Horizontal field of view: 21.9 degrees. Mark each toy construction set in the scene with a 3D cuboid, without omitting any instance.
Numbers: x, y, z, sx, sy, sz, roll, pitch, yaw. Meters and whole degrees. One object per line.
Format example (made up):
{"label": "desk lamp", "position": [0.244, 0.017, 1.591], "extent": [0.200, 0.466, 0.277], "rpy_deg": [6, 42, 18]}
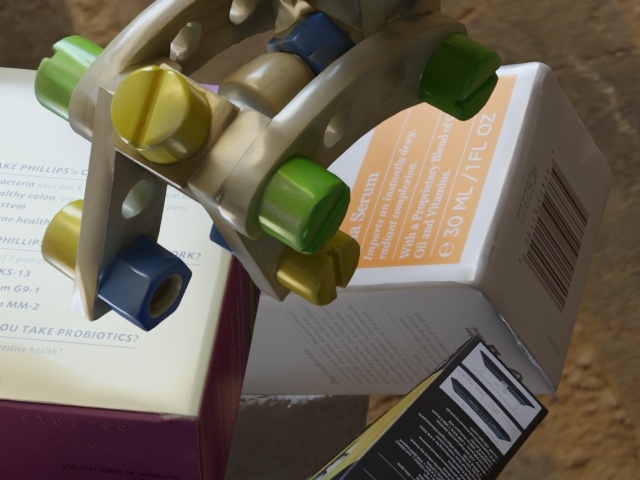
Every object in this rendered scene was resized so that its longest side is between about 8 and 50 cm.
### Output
{"label": "toy construction set", "position": [-0.011, -0.109, 0.523], "extent": [0.151, 0.215, 0.328], "rpy_deg": [38, -22, 10]}

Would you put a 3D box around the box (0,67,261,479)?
{"label": "box", "position": [-0.147, 0.029, 0.889], "extent": [0.213, 0.243, 0.117], "rpy_deg": [5, -44, 4]}

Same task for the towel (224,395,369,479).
{"label": "towel", "position": [-0.061, 0.238, 1.655], "extent": [0.049, 0.282, 0.187], "rpy_deg": [15, -77, 42]}

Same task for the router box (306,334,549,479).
{"label": "router box", "position": [-0.005, 0.224, 1.163], "extent": [0.081, 0.243, 0.309], "rpy_deg": [46, -51, 3]}

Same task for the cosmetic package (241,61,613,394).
{"label": "cosmetic package", "position": [0.000, 0.000, 1.445], "extent": [0.453, 0.230, 0.161], "rpy_deg": [-5, -38, 34]}
